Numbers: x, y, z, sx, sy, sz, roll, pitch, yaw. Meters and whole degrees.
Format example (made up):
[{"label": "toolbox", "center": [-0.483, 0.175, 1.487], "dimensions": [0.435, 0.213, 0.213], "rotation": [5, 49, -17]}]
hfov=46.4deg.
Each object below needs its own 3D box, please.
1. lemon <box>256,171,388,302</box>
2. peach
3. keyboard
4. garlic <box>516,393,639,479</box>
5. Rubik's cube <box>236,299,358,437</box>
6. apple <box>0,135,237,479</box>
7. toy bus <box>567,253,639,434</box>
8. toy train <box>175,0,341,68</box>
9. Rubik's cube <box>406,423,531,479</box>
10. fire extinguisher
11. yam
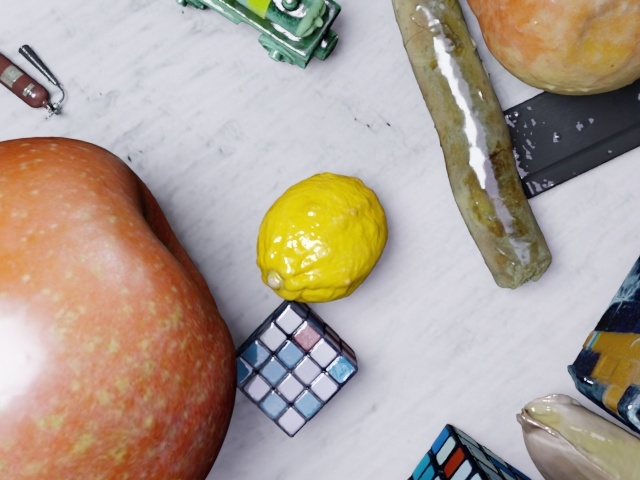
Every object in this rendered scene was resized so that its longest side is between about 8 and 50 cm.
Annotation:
[{"label": "lemon", "center": [0.000, 0.000, 0.699], "dimensions": [0.114, 0.114, 0.155], "rotation": [42, 49, -1]}, {"label": "peach", "center": [0.230, -0.237, 0.645], "dimensions": [0.232, 0.232, 0.233], "rotation": [0, 92, 0]}, {"label": "keyboard", "center": [0.330, -0.146, 0.750], "dimensions": [0.309, 0.018, 0.101], "rotation": [-26, 90, 1]}, {"label": "garlic", "center": [0.272, 0.215, 0.722], "dimensions": [0.195, 0.101, 0.087], "rotation": [34, 68, 8]}, {"label": "Rubik's cube", "center": [-0.027, 0.117, 0.724], "dimensions": [0.092, 0.092, 0.092], "rotation": [44, 92, -1]}, {"label": "apple", "center": [-0.221, 0.090, 0.602], "dimensions": [0.276, 0.348, 0.349], "rotation": [-34, 92, -5]}, {"label": "toy bus", "center": [0.382, 0.046, 0.671], "dimensions": [0.161, 0.194, 0.324], "rotation": [32, 89, -1]}, {"label": "toy train", "center": [-0.072, -0.238, 0.692], "dimensions": [0.200, 0.132, 0.083], "rotation": [31, 93, 1]}, {"label": "Rubik's cube", "center": [0.152, 0.312, 0.687], "dimensions": [0.184, 0.182, 0.187], "rotation": [37, 91, -2]}, {"label": "fire extinguisher", "center": [-0.290, -0.163, 0.751], "dimensions": [0.100, 0.032, 0.046], "rotation": [38, 58, -1]}, {"label": "yam", "center": [0.145, -0.107, 0.729], "dimensions": [0.067, 0.071, 0.318], "rotation": [-22, 92, -36]}]
